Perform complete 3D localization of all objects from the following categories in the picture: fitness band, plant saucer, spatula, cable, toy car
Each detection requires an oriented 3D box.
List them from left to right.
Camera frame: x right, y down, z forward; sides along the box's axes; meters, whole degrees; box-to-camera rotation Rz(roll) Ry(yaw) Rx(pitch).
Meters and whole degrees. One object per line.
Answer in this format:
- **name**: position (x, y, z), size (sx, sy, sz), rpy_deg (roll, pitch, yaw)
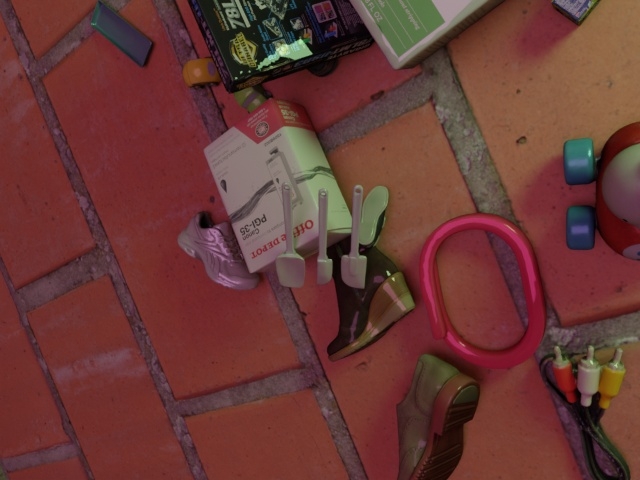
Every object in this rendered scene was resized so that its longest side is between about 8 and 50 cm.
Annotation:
- **plant saucer**: position (-0.466, -0.486, 1.264), size (0.192, 0.018, 0.067), rpy_deg (40, 117, 13)
- **toy car**: position (-0.180, -0.350, 1.122), size (0.239, 0.053, 0.225), rpy_deg (-41, 81, 29)
- **spatula**: position (0.000, 0.000, 0.956), size (0.168, 0.019, 0.242), rpy_deg (4, 132, 6)
- **fitness band**: position (0.293, 0.094, 0.980), size (0.208, 0.054, 0.291), rpy_deg (-10, 98, 27)
- **cable**: position (0.454, 0.307, 0.929), size (0.139, 0.072, 0.288), rpy_deg (-3, 101, 34)
- **toy car**: position (0.454, -0.058, 0.747), size (0.219, 0.238, 0.211), rpy_deg (-1, 102, 29)

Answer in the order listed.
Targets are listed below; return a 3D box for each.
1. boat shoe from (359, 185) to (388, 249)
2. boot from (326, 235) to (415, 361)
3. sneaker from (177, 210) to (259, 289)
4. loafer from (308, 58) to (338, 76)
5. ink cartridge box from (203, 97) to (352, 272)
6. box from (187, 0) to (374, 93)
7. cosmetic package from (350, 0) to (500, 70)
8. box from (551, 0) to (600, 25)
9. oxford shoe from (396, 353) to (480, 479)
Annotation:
- **boat shoe**: position (0.104, -0.043, 1.036), size (0.046, 0.038, 0.125), rpy_deg (7, 72, 23)
- **boot**: position (0.061, 0.111, 1.103), size (0.248, 0.090, 0.207), rpy_deg (-45, 68, 30)
- **sneaker**: position (-0.222, 0.018, 1.214), size (0.232, 0.090, 0.115), rpy_deg (37, 113, 15)
- **loafer**: position (-0.058, -0.434, 1.019), size (0.096, 0.084, 0.268), rpy_deg (-26, 89, 31)
- **ink cartridge box**: position (-0.084, -0.102, 1.070), size (0.207, 0.117, 0.283), rpy_deg (-29, 78, 29)
- **box**: position (-0.082, -0.441, 0.932), size (0.296, 0.293, 0.073), rpy_deg (66, 164, -1)
- **cosmetic package**: position (0.224, -0.445, 0.805), size (0.365, 0.155, 0.197), rpy_deg (-34, 94, 27)
- **box**: position (0.419, -0.406, 0.786), size (0.054, 0.059, 0.169), rpy_deg (42, 117, 11)
- **oxford shoe**: position (0.208, 0.384, 1.075), size (0.130, 0.122, 0.349), rpy_deg (38, 121, 45)
